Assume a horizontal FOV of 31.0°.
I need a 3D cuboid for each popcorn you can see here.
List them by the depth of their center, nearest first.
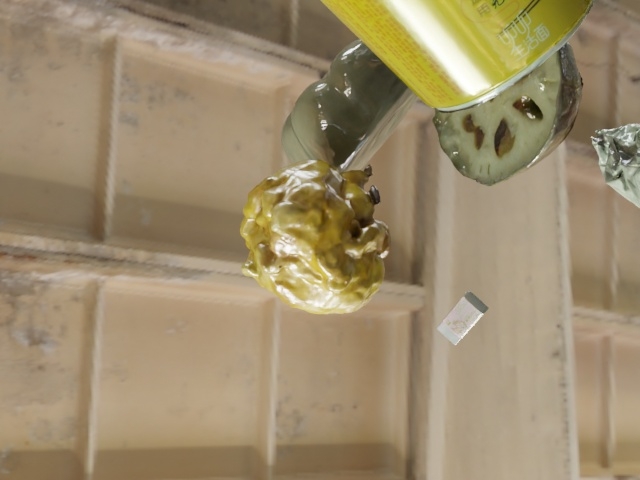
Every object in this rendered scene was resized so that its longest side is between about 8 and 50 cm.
[{"bbox_3d":[0.000,0.002,1.576,0.253,0.191,0.190,2,-132,-45],"label":"popcorn"}]

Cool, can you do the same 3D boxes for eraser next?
[{"bbox_3d":[0.194,0.107,1.579,0.038,0.083,0.019,40,-135,8],"label":"eraser"}]

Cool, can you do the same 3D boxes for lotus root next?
[{"bbox_3d":[0.189,-0.148,1.101,0.078,0.203,0.183,-4,-101,-27],"label":"lotus root"}]

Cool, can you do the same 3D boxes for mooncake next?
[{"bbox_3d":[0.055,-0.207,1.732,0.135,0.275,0.275,41,-131,2],"label":"mooncake"}]

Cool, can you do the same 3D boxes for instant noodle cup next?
[{"bbox_3d":[0.066,-0.223,0.785,0.236,0.215,0.215,47,-129,-20],"label":"instant noodle cup"}]

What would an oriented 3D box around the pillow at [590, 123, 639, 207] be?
[{"bbox_3d":[0.576,-0.076,1.725,0.310,0.283,0.138,23,-79,-19],"label":"pillow"}]
